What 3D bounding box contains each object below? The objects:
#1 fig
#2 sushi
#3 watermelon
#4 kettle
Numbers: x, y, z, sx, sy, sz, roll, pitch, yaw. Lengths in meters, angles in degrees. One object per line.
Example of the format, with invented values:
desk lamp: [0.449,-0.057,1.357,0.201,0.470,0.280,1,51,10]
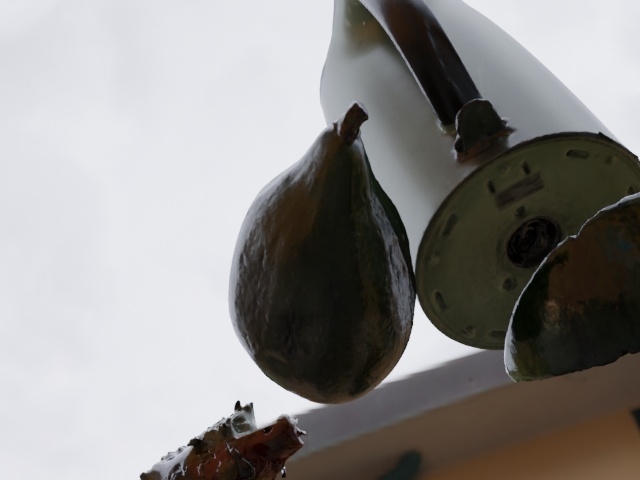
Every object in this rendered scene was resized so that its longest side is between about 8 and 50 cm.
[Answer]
fig: [0.000,0.000,0.687,0.117,0.117,0.177,-5,-53,-1]
sushi: [-0.098,0.218,1.163,0.226,0.103,0.097,-35,-28,26]
watermelon: [0.179,0.010,0.689,0.181,0.092,0.075,-24,-92,-8]
kettle: [0.090,-0.083,0.866,0.165,0.255,0.240,-29,-51,3]
